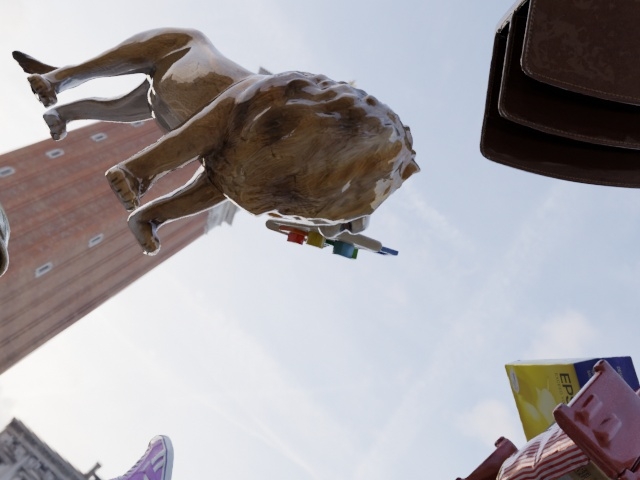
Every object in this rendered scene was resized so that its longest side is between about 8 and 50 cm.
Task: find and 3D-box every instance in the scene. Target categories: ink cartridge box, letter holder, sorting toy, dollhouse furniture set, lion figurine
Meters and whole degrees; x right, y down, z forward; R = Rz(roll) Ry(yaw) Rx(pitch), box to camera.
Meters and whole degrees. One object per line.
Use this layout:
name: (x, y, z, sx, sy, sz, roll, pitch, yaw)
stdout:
ink cartridge box: (0.516, 0.386, 1.128, 0.307, 0.072, 0.304, 139, -61, -71)
letter holder: (0.387, -0.189, 0.756, 0.301, 0.152, 0.215, 9, -91, -1)
sorting toy: (0.000, 0.000, 1.185, 0.196, 0.347, 0.047, 3, -104, 54)
dollhouse furniture set: (0.350, 0.223, 0.673, 0.152, 0.374, 0.201, 50, -46, 22)
lion figurine: (-0.113, -0.127, 0.535, 0.392, 0.240, 0.142, 45, -23, 26)

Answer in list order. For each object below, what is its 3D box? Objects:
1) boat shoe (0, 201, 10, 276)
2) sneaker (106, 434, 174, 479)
boat shoe: (-0.476, -0.094, 0.677, 0.110, 0.121, 0.341, 40, -22, 43)
sneaker: (-0.431, 0.545, 1.326, 0.161, 0.282, 0.102, 18, -75, -18)
